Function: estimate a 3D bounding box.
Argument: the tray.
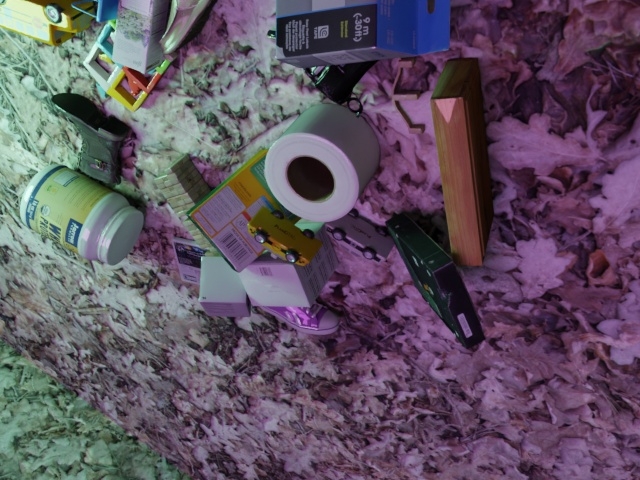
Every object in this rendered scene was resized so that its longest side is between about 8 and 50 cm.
[{"bbox_3d":[0.321,-0.168,1.625,0.076,0.202,0.410,1,126,21],"label":"tray"}]

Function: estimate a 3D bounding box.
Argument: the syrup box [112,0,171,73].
[{"bbox_3d":[-0.434,-0.541,1.807,0.093,0.096,0.236,22,125,7],"label":"syrup box"}]

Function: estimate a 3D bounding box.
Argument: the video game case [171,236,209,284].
[{"bbox_3d":[-0.376,0.077,2.357,0.191,0.022,0.173,12,131,22],"label":"video game case"}]

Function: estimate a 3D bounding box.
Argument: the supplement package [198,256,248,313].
[{"bbox_3d":[-0.274,0.139,2.169,0.134,0.138,0.244,1,166,-2],"label":"supplement package"}]

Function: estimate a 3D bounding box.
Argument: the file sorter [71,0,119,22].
[{"bbox_3d":[-0.522,-0.633,1.776,0.105,0.118,0.170,27,123,13],"label":"file sorter"}]

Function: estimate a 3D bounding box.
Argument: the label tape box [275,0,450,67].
[{"bbox_3d":[0.080,-0.494,1.485,0.348,0.115,0.248,1,91,31],"label":"label tape box"}]

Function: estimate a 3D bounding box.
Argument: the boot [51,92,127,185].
[{"bbox_3d":[-0.695,-0.292,2.191,0.263,0.091,0.229,32,134,0],"label":"boot"}]

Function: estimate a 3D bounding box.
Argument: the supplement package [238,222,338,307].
[{"bbox_3d":[-0.089,0.066,2.055,0.194,0.203,0.149,-1,124,30],"label":"supplement package"}]

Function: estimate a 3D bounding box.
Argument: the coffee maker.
[{"bbox_3d":[0.079,-0.400,1.653,0.171,0.120,0.178,31,138,-19],"label":"coffee maker"}]

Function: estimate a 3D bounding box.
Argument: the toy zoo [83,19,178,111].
[{"bbox_3d":[-0.524,-0.473,1.986,0.192,0.030,0.293,44,134,-8],"label":"toy zoo"}]

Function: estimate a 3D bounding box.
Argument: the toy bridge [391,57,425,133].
[{"bbox_3d":[0.195,-0.332,1.691,0.063,0.026,0.188,5,127,28],"label":"toy bridge"}]

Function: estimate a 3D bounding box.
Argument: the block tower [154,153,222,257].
[{"bbox_3d":[-0.352,-0.084,2.163,0.097,0.091,0.335,-13,118,36],"label":"block tower"}]

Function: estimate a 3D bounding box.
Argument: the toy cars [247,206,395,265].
[{"bbox_3d":[0.000,0.000,1.926,0.394,0.176,0.087,-1,146,-20],"label":"toy cars"}]

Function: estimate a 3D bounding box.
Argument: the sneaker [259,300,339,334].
[{"bbox_3d":[-0.069,0.173,2.205,0.282,0.102,0.161,21,130,14],"label":"sneaker"}]

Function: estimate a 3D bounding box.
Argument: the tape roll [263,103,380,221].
[{"bbox_3d":[0.007,-0.190,1.807,0.246,0.169,0.246,13,129,17],"label":"tape roll"}]

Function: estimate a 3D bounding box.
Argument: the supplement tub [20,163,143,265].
[{"bbox_3d":[-0.736,-0.076,2.294,0.316,0.228,0.228,27,134,8],"label":"supplement tub"}]

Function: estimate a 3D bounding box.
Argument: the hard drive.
[{"bbox_3d":[0.276,0.088,1.804,0.064,0.339,0.236,-28,114,-3],"label":"hard drive"}]

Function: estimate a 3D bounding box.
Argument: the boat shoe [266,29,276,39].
[{"bbox_3d":[-0.066,-0.477,1.715,0.133,0.049,0.041,15,104,28],"label":"boat shoe"}]

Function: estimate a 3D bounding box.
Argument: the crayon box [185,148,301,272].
[{"bbox_3d":[-0.165,-0.096,1.953,0.203,0.323,0.083,52,168,-15],"label":"crayon box"}]

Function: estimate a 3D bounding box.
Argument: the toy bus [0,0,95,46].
[{"bbox_3d":[-0.761,-0.612,1.955,0.333,0.108,0.130,21,134,13],"label":"toy bus"}]

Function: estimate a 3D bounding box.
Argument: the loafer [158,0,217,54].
[{"bbox_3d":[-0.315,-0.556,1.759,0.092,0.102,0.268,43,125,-6],"label":"loafer"}]
